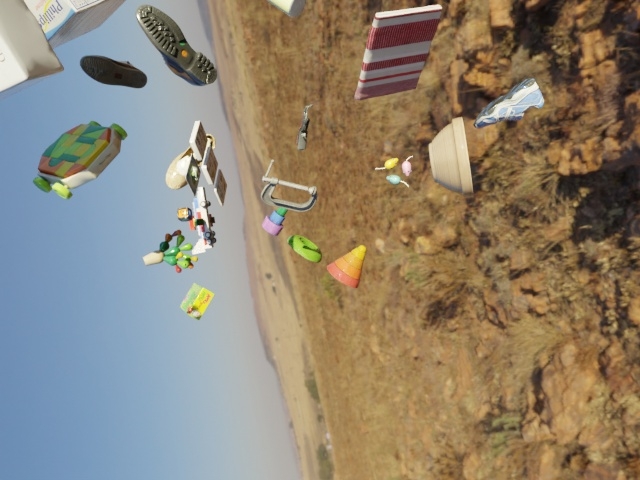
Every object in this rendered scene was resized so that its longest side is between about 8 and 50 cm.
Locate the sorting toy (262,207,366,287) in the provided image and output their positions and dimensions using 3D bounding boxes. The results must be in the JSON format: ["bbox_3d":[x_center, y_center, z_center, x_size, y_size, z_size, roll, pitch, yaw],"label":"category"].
[{"bbox_3d":[0.000,0.000,1.581,0.126,0.366,0.127,-55,5,13],"label":"sorting toy"}]

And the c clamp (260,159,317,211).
[{"bbox_3d":[-0.074,-0.120,1.225,0.137,0.161,0.022,-50,35,41],"label":"c clamp"}]

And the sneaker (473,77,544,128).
[{"bbox_3d":[0.518,-0.360,1.407,0.081,0.080,0.211,46,145,-13],"label":"sneaker"}]

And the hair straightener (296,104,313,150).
[{"bbox_3d":[-0.065,-0.496,2.246,0.089,0.047,0.230,-103,24,-44],"label":"hair straightener"}]

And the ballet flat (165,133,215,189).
[{"bbox_3d":[-0.360,-0.229,1.412,0.067,0.073,0.206,-31,28,54],"label":"ballet flat"}]

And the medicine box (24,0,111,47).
[{"bbox_3d":[-0.703,-0.689,1.430,0.149,0.264,0.289,55,-139,-22],"label":"medicine box"}]

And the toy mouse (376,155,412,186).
[{"bbox_3d":[0.329,-0.284,2.109,0.143,0.161,0.031,63,-166,11],"label":"toy mouse"}]

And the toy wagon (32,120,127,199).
[{"bbox_3d":[-0.754,-0.259,1.534,0.344,0.267,0.068,15,151,34],"label":"toy wagon"}]

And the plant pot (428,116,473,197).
[{"bbox_3d":[0.387,-0.239,1.509,0.237,0.110,0.237,-9,-90,-74],"label":"plant pot"}]

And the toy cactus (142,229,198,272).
[{"bbox_3d":[-0.564,0.052,1.876,0.219,0.181,0.112,53,152,34],"label":"toy cactus"}]

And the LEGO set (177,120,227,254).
[{"bbox_3d":[-0.250,-0.097,1.023,0.182,0.060,0.244,75,-170,-46],"label":"LEGO set"}]

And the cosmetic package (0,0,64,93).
[{"bbox_3d":[-0.872,-0.407,1.167,0.161,0.453,0.230,-78,-33,-63],"label":"cosmetic package"}]

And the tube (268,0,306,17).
[{"bbox_3d":[-0.141,-0.628,1.229,0.240,0.062,0.070,39,180,16],"label":"tube"}]

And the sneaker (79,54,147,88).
[{"bbox_3d":[-0.719,-0.584,1.726,0.118,0.222,0.083,43,114,38],"label":"sneaker"}]

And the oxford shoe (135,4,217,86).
[{"bbox_3d":[-0.362,-0.458,1.219,0.096,0.082,0.227,-1,140,46],"label":"oxford shoe"}]

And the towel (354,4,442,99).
[{"bbox_3d":[0.245,-0.606,1.644,0.329,0.237,0.037,103,148,-58],"label":"towel"}]

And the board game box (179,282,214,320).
[{"bbox_3d":[-0.393,0.190,1.598,0.092,0.043,0.181,-61,20,-11],"label":"board game box"}]
